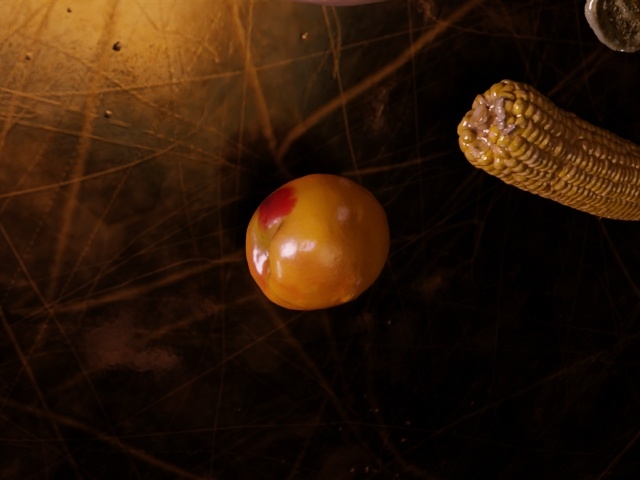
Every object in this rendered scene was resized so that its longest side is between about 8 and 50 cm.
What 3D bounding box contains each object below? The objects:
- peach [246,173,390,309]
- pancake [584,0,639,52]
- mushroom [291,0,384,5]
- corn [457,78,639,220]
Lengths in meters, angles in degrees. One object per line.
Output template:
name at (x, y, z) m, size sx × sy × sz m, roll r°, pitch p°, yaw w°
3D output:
peach at (0.000, 0.000, 0.888) m, size 0.138 × 0.138 × 0.138 m, roll -10°, pitch 121°, yaw -17°
pancake at (0.313, -0.241, 0.952) m, size 0.108 × 0.017 × 0.108 m, roll -10°, pitch 118°, yaw -20°
mushroom at (0.007, -0.339, 0.614) m, size 0.362 × 0.294 × 0.362 m, roll -5°, pitch 104°, yaw -19°
corn at (0.265, -0.085, 0.975) m, size 0.291 × 0.101 × 0.101 m, roll 14°, pitch 112°, yaw -32°
